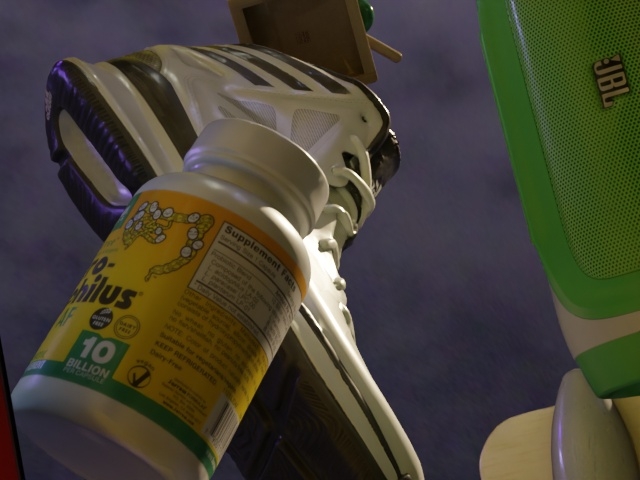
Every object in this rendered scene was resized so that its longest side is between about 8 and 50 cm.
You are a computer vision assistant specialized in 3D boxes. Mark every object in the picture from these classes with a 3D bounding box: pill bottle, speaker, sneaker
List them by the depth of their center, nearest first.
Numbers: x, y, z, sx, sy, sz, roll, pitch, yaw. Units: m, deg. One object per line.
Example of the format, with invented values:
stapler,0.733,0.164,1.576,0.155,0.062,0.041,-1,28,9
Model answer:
speaker,0.165,-0.071,0.734,0.131,0.131,0.297,-16,-104,13
pill bottle,-0.076,0.036,0.770,0.117,0.118,0.208,16,-119,23
sneaker,0.000,-0.001,1.024,0.257,0.169,0.447,-20,-118,-30

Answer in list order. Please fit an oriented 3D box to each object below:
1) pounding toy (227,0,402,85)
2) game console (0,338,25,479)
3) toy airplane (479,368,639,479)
pounding toy,-0.001,-0.192,1.240,0.141,0.130,0.100,-16,-154,2
game console,-0.276,0.001,0.714,0.342,0.060,0.387,7,-73,50
toy airplane,0.361,0.141,0.986,0.384,0.272,0.386,36,-76,15
